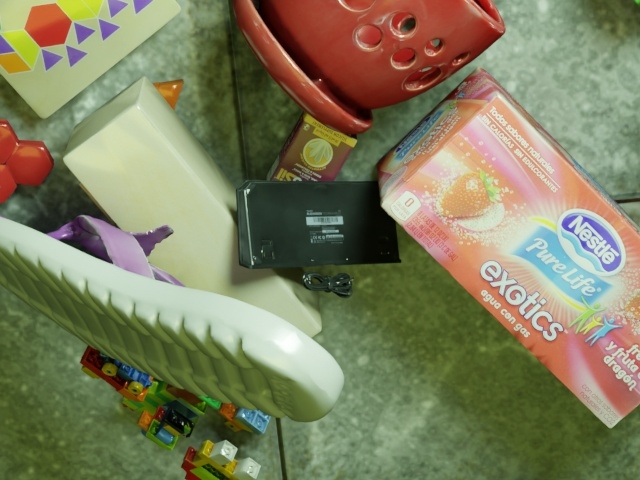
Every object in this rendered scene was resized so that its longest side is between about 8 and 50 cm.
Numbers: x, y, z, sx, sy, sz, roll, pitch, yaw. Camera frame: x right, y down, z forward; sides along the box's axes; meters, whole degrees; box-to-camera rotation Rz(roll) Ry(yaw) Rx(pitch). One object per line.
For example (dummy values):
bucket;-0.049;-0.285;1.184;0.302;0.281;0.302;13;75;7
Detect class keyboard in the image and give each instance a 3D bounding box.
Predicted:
keyboard;0.000;0.000;1.284;0.180;0.023;0.108;-2;83;-39

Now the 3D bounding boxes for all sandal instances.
sandal;-0.140;0.043;1.195;0.416;0.102;0.169;21;154;31

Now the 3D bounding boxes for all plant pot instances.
plant pot;0.036;-0.196;1.201;0.174;0.191;0.191;-40;103;15

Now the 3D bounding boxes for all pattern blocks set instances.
pattern blocks set;-0.238;-0.209;1.278;0.325;0.026;0.285;-29;110;8

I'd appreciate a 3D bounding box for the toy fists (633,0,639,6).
toy fists;0.349;-0.219;1.192;0.142;0.096;0.279;-42;66;25

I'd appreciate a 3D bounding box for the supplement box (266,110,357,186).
supplement box;-0.009;-0.076;1.315;0.055;0.043;0.083;27;106;-9

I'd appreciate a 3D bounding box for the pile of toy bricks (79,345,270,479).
pile of toy bricks;-0.151;0.152;1.372;0.212;0.118;0.105;41;139;-22

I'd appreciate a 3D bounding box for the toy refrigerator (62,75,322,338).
toy refrigerator;-0.116;-0.009;1.295;0.094;0.102;0.269;-34;110;10

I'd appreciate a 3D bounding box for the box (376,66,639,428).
box;0.203;0.003;1.283;0.300;0.154;0.142;44;102;-11
